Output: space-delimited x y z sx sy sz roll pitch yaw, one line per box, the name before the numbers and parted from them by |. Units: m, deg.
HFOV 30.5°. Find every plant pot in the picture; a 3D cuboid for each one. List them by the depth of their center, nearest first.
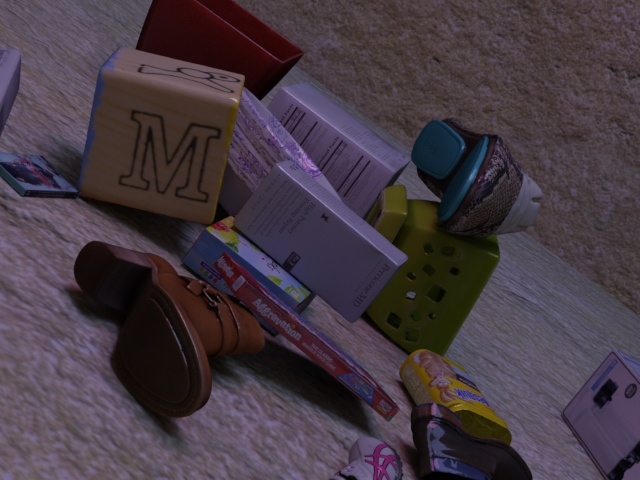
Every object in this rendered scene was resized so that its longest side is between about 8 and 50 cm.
plant pot | 0.157 0.043 1.990 0.207 0.227 0.228 27 17 -5
plant pot | -0.223 -0.336 2.262 0.267 0.235 0.267 36 15 -1

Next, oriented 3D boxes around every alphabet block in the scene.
alphabet block | -0.226 -0.156 1.700 0.197 0.193 0.192 13 20 -4

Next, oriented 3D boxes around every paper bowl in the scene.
paper bowl | -0.096 -0.108 1.943 0.284 0.148 0.284 49 7 -9

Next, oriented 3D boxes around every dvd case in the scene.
dvd case | -0.390 -0.089 1.587 0.087 0.013 0.119 41 15 19

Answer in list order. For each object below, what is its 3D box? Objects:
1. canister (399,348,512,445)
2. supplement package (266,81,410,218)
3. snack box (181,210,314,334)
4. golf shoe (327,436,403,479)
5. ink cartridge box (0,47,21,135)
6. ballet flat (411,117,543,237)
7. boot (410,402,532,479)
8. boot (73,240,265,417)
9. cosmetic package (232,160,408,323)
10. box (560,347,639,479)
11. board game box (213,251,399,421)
canister | 0.196 0.243 1.738 0.126 0.073 0.170 28 16 -28
supplement package | -0.001 -0.143 2.228 0.263 0.198 0.199 37 16 4
snack box | -0.089 0.041 1.734 0.174 0.070 0.207 38 17 5
golf shoe | 0.049 0.274 1.338 0.086 0.067 0.186 30 16 -16
ink cartridge box | -0.534 -0.198 1.511 0.261 0.066 0.296 6 22 -10
ballet flat | 0.272 -0.095 1.946 0.182 0.164 0.483 29 12 -11
boot | 0.204 0.316 1.583 0.219 0.082 0.106 34 37 -23
boot | -0.148 0.116 1.365 0.220 0.109 0.283 25 11 -46
cosmetic package | 0.000 0.000 1.704 0.231 0.117 0.085 39 16 6
box | 0.553 0.337 2.041 0.087 0.169 0.290 28 18 -25
board game box | -0.019 0.127 1.559 0.281 0.027 0.145 41 2 -22
